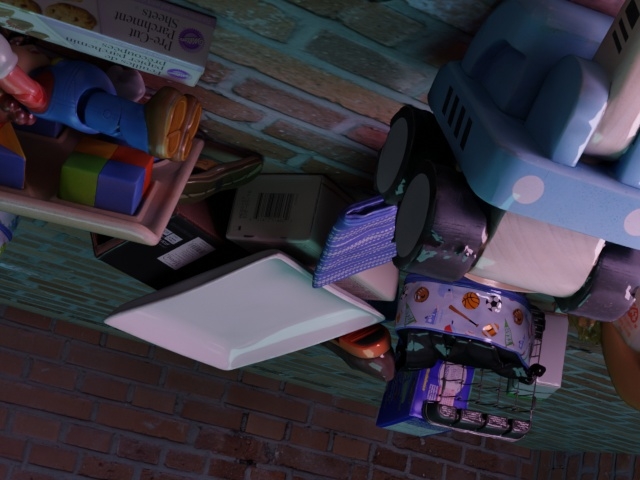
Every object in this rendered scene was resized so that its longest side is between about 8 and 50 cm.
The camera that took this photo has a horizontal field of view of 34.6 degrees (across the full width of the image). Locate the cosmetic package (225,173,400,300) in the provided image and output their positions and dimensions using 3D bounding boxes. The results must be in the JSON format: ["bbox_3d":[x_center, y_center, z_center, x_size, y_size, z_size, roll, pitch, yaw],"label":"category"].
[{"bbox_3d":[0.000,0.000,1.681,0.160,0.113,0.309,3,163,29],"label":"cosmetic package"}]

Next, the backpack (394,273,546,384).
[{"bbox_3d":[0.252,0.132,1.780,0.277,0.213,0.263,4,172,15],"label":"backpack"}]

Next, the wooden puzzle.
[{"bbox_3d":[-0.331,-0.122,1.332,0.322,0.080,0.348,13,-155,-1],"label":"wooden puzzle"}]

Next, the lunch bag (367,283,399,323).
[{"bbox_3d":[0.113,0.124,2.056,0.067,0.098,0.065,13,168,-23],"label":"lunch bag"}]

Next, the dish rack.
[{"bbox_3d":[0.322,0.234,1.969,0.208,0.271,0.074,13,166,-8],"label":"dish rack"}]

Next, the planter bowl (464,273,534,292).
[{"bbox_3d":[0.286,0.001,1.481,0.162,0.109,0.162,11,165,3],"label":"planter bowl"}]

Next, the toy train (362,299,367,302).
[{"bbox_3d":[0.027,0.104,2.037,0.105,0.080,0.184,41,159,-6],"label":"toy train"}]

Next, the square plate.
[{"bbox_3d":[-0.120,0.117,1.716,0.347,0.049,0.344,-20,151,25],"label":"square plate"}]

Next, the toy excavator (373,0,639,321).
[{"bbox_3d":[0.240,-0.138,0.882,0.222,0.445,0.433,15,-155,-13],"label":"toy excavator"}]

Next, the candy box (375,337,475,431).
[{"bbox_3d":[0.231,0.265,2.151,0.122,0.268,0.317,17,165,-5],"label":"candy box"}]

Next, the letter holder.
[{"bbox_3d":[-0.243,-0.045,1.687,0.152,0.214,0.302,-27,151,13],"label":"letter holder"}]

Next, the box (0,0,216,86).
[{"bbox_3d":[-0.276,-0.249,1.098,0.324,0.067,0.063,17,164,-14],"label":"box"}]

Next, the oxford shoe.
[{"bbox_3d":[0.042,0.184,1.891,0.271,0.097,0.098,29,143,57],"label":"oxford shoe"}]

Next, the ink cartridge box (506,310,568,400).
[{"bbox_3d":[0.446,0.241,2.123,0.087,0.153,0.208,9,165,6],"label":"ink cartridge box"}]

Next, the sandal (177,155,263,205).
[{"bbox_3d":[-0.169,-0.096,1.494,0.180,0.049,0.072,-20,160,-26],"label":"sandal"}]

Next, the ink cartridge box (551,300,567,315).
[{"bbox_3d":[0.473,0.126,1.928,0.063,0.029,0.115,11,164,3],"label":"ink cartridge box"}]

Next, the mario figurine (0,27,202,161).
[{"bbox_3d":[-0.301,-0.199,1.199,0.321,0.170,0.198,16,148,4],"label":"mario figurine"}]

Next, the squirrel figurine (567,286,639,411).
[{"bbox_3d":[0.582,0.118,1.518,0.371,0.280,0.397,8,-178,-25],"label":"squirrel figurine"}]

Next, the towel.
[{"bbox_3d":[0.117,-0.013,1.449,0.243,0.040,0.336,-18,165,-12],"label":"towel"}]

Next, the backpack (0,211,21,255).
[{"bbox_3d":[-0.644,-0.090,1.643,0.290,0.273,0.355,-7,134,44],"label":"backpack"}]
